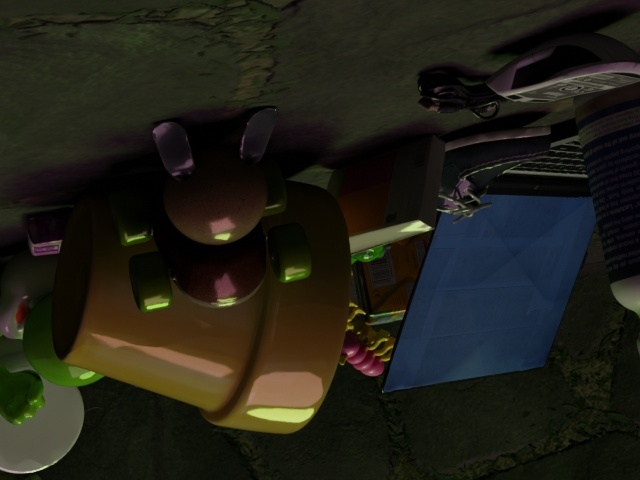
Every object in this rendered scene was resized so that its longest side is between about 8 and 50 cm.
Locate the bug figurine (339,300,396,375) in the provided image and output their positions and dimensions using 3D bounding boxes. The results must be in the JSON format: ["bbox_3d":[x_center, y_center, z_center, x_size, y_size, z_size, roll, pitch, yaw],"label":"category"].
[{"bbox_3d":[-0.012,0.104,2.001,0.216,0.072,0.279,37,171,-28],"label":"bug figurine"}]

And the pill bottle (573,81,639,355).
[{"bbox_3d":[0.324,-0.022,1.336,0.153,0.264,0.153,-10,173,-1],"label":"pill bottle"}]

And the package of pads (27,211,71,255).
[{"bbox_3d":[-0.275,-0.006,1.529,0.050,0.032,0.083,-10,173,-12],"label":"package of pads"}]

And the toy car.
[{"bbox_3d":[-0.094,-0.047,1.268,0.155,0.149,0.188,-12,145,-14],"label":"toy car"}]

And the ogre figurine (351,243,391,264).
[{"bbox_3d":[0.000,0.000,1.759,0.197,0.096,0.118,-29,148,19],"label":"ogre figurine"}]

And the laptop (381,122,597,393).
[{"bbox_3d":[0.314,0.012,1.702,0.408,0.236,0.382,-16,172,36],"label":"laptop"}]

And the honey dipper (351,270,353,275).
[{"bbox_3d":[-0.022,0.067,2.472,0.161,0.030,0.030,-14,173,0],"label":"honey dipper"}]

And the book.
[{"bbox_3d":[0.059,-0.043,1.483,0.035,0.096,0.144,29,150,-34],"label":"book"}]

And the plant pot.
[{"bbox_3d":[-0.127,0.053,1.453,0.239,0.254,0.254,8,166,-21],"label":"plant pot"}]

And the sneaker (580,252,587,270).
[{"bbox_3d":[0.308,-0.016,2.135,0.110,0.107,0.275,8,180,36],"label":"sneaker"}]

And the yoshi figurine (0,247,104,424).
[{"bbox_3d":[-0.368,0.101,1.624,0.362,0.203,0.203,-12,167,-13],"label":"yoshi figurine"}]

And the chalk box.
[{"bbox_3d":[0.112,0.040,2.045,0.132,0.132,0.213,-10,174,-2],"label":"chalk box"}]

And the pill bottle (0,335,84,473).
[{"bbox_3d":[-0.394,0.171,1.843,0.161,0.161,0.283,-7,-163,-24],"label":"pill bottle"}]

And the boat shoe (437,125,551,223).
[{"bbox_3d":[0.126,-0.057,1.514,0.255,0.079,0.095,-15,171,35],"label":"boat shoe"}]

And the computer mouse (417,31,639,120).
[{"bbox_3d":[0.170,-0.132,1.167,0.193,0.042,0.106,-10,171,44],"label":"computer mouse"}]
